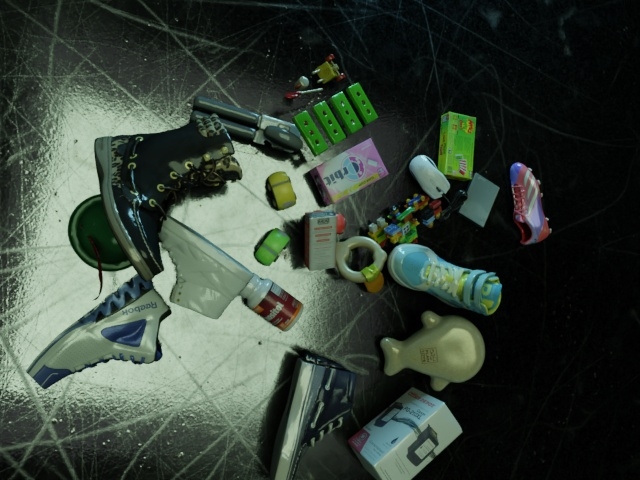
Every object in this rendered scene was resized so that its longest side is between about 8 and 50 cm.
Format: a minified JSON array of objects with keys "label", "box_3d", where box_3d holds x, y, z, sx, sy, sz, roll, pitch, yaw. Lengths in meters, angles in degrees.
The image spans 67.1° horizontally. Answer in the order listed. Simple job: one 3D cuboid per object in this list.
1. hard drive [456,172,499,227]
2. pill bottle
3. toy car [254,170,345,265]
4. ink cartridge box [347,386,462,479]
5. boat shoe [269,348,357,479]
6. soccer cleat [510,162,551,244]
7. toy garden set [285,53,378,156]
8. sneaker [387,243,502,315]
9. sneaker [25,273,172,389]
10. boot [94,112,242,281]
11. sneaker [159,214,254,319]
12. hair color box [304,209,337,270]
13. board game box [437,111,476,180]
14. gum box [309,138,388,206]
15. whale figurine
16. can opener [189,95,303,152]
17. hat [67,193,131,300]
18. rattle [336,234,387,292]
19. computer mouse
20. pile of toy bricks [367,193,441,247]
[{"label":"hard drive","box_3d":[0.465,-0.119,1.425,0.094,0.022,0.135,28,79,-15]},{"label":"pill bottle","box_3d":[-0.123,0.149,1.184,0.152,0.086,0.086,38,77,-13]},{"label":"toy car","box_3d":[-0.080,-0.033,1.209,0.239,0.053,0.225,37,82,-2]},{"label":"ink cartridge box","box_3d":[0.213,0.501,1.234,0.237,0.172,0.100,-34,98,-17]},{"label":"boat shoe","box_3d":[-0.013,0.454,1.183,0.158,0.127,0.341,16,82,-9]},{"label":"soccer cleat","box_3d":[0.612,-0.109,1.446,0.095,0.083,0.248,-23,97,-13]},{"label":"toy garden set","box_3d":[0.010,-0.351,1.247,0.244,0.049,0.204,-37,99,-32]},{"label":"sneaker","box_3d":[0.342,0.098,1.252,0.319,0.208,0.127,22,83,-28]},{"label":"sneaker","box_3d":[-0.449,0.227,1.051,0.315,0.127,0.182,-43,98,-17]},{"label":"boot","box_3d":[-0.306,-0.115,1.027,0.284,0.138,0.377,-20,55,-12]},{"label":"sneaker","box_3d":[-0.320,0.060,1.112,0.292,0.108,0.169,37,89,-1]},{"label":"hair color box","box_3d":[0.000,0.000,1.178,0.071,0.043,0.141,-6,116,-16]},{"label":"board game box","box_3d":[0.394,-0.270,1.397,0.092,0.043,0.181,6,86,-19]},{"label":"gum box","box_3d":[0.071,-0.178,1.275,0.188,0.062,0.107,-30,97,-17]},{"label":"whale figurine","box_3d":[0.301,0.295,1.313,0.271,0.141,0.216,-10,91,6]},{"label":"can opener","box_3d":[-0.176,-0.288,1.189,0.280,0.093,0.074,14,84,-13]},{"label":"hat","box_3d":[-0.450,-0.011,1.031,0.173,0.183,0.209,-32,98,-17]},{"label":"rattle","box_3d":[0.078,0.046,1.289,0.199,0.143,0.130,21,87,20]},{"label":"computer mouse","box_3d":[0.321,-0.153,1.352,0.106,0.042,0.193,-40,97,20]},{"label":"pile of toy bricks","box_3d":[0.239,-0.033,1.314,0.212,0.118,0.105,-34,129,-25]}]
